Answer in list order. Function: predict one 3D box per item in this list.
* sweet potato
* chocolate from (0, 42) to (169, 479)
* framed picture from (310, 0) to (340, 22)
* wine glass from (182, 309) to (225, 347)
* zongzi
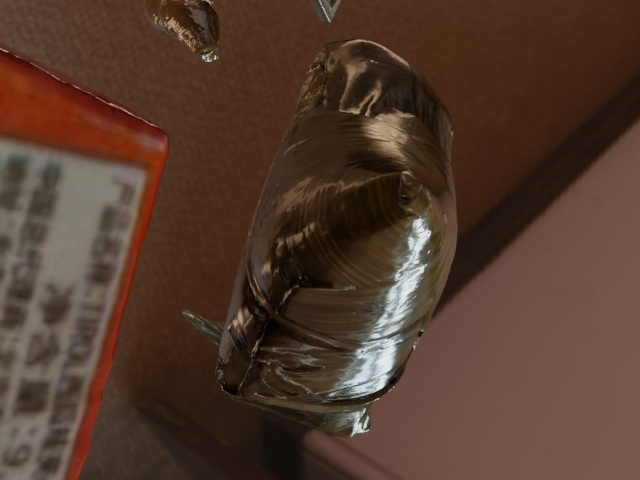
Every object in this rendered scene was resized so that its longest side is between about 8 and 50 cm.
[{"bbox_3d":[-0.143,-0.233,1.296,0.078,0.255,0.058,38,93,-19],"label":"sweet potato"},{"bbox_3d":[-0.263,0.046,0.710,0.161,0.341,0.360,11,97,-44],"label":"chocolate"},{"bbox_3d":[0.007,-0.418,1.464,0.211,0.020,0.289,-66,155,-16],"label":"framed picture"},{"bbox_3d":[0.000,0.000,1.014,0.231,0.103,0.103,-51,140,-10],"label":"wine glass"},{"bbox_3d":[0.036,-0.051,0.794,0.288,0.134,0.286,112,-8,-58],"label":"zongzi"}]
